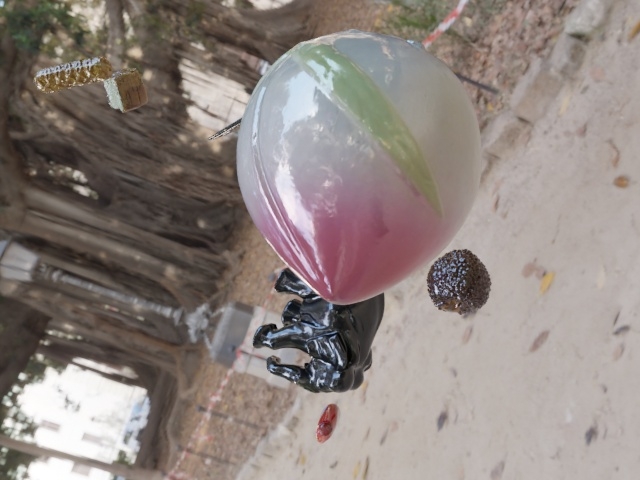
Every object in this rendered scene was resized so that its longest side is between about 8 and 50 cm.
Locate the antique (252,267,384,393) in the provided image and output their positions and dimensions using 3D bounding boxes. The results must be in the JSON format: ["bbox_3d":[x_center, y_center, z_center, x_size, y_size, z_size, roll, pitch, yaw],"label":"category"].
[{"bbox_3d":[0.014,0.186,1.538,0.322,0.255,0.185,-66,-24,-1],"label":"antique"}]

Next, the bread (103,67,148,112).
[{"bbox_3d":[-0.417,-0.323,1.459,0.077,0.070,0.083,20,132,47],"label":"bread"}]

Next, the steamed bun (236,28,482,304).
[{"bbox_3d":[0.039,-0.064,0.797,0.309,0.309,0.309,-159,90,-82],"label":"steamed bun"}]

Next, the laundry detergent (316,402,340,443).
[{"bbox_3d":[0.014,0.454,1.661,0.165,0.049,0.097,28,-98,-83],"label":"laundry detergent"}]

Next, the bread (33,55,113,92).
[{"bbox_3d":[-0.479,-0.321,1.315,0.044,0.157,0.052,71,-169,-57],"label":"bread"}]

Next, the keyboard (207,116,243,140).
[{"bbox_3d":[-0.156,-0.218,1.286,0.198,0.064,0.010,-7,106,62],"label":"keyboard"}]

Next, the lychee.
[{"bbox_3d":[0.386,0.109,1.885,0.188,0.188,0.188,-159,90,-82],"label":"lychee"}]
